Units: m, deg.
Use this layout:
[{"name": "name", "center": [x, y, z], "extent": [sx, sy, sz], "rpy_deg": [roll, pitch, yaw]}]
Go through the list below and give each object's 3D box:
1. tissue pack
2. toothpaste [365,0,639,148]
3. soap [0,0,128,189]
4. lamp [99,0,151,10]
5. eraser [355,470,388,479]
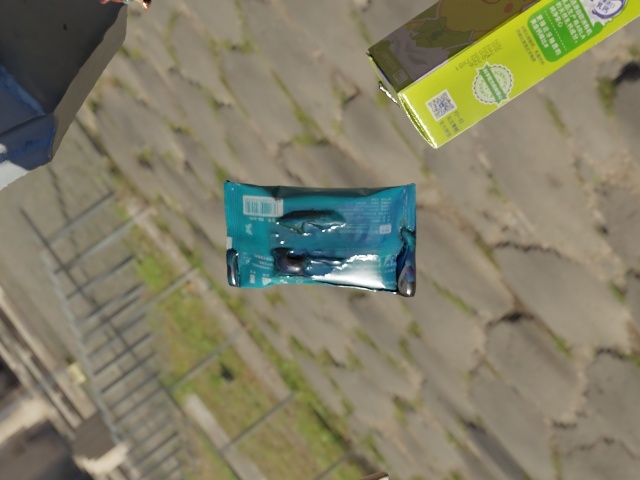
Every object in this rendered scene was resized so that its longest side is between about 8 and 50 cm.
[{"name": "tissue pack", "center": [0.000, 0.000, 1.052], "extent": [0.028, 0.138, 0.085], "rpy_deg": [-89, -1, -72]}, {"name": "toothpaste", "center": [0.203, -0.218, 1.383], "extent": [0.077, 0.327, 0.110], "rpy_deg": [54, -175, -31]}, {"name": "soap", "center": [-0.450, -0.270, 1.934], "extent": [0.350, 0.213, 0.435], "rpy_deg": [42, 158, -18]}, {"name": "lamp", "center": [-0.135, -0.317, 1.348], "extent": [0.223, 0.215, 0.151], "rpy_deg": [-1, 167, 21]}, {"name": "eraser", "center": [-0.057, 0.326, 1.286], "extent": [0.087, 0.290, 0.171], "rpy_deg": [-179, 73, -72]}]
